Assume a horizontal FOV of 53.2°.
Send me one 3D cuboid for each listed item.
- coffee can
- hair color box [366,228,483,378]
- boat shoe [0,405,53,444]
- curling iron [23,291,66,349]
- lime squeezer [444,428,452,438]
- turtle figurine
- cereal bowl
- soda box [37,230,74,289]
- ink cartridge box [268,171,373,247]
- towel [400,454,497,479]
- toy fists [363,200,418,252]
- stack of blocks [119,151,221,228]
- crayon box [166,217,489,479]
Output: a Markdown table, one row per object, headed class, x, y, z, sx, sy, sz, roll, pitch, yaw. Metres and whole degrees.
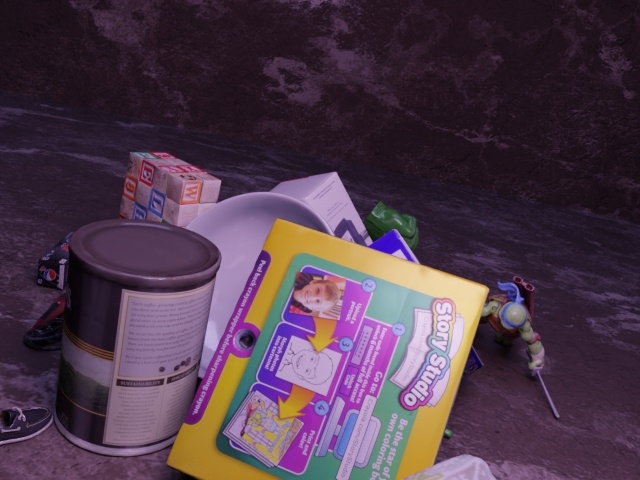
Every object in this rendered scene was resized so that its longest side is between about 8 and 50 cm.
| class | x | y | z | sx | sy | sz | roll | pitch | yaw |
| --- | --- | --- | --- | --- | --- | --- | --- | --- | --- |
| coffee can | -0.263 | 0.132 | 0.913 | 0.202 | 0.275 | 0.201 | 12 | 19 | -4 |
| hair color box | 0.174 | 0.135 | 1.111 | 0.185 | 0.110 | 0.339 | 59 | 4 | 29 |
| boat shoe | -0.420 | 0.245 | 0.856 | 0.125 | 0.038 | 0.046 | -8 | 29 | -45 |
| curling iron | -0.459 | 0.123 | 1.171 | 0.068 | 0.035 | 0.274 | 16 | 20 | -5 |
| lime squeezer | 0.110 | 0.235 | 1.148 | 0.110 | 0.059 | 0.310 | -8 | 51 | -31 |
| turtle figurine | 0.365 | 0.217 | 1.354 | 0.198 | 0.274 | 0.266 | -7 | -3 | 8 |
| cereal bowl | -0.106 | 0.094 | 1.104 | 0.339 | 0.339 | 0.141 | 24 | -12 | 28 |
| soda box | -0.523 | 0.039 | 1.321 | 0.053 | 0.060 | 0.169 | 11 | 20 | -2 |
| ink cartridge box | 0.000 | 0.000 | 1.241 | 0.172 | 0.237 | 0.100 | -3 | 33 | 50 |
| towel | 0.130 | 0.383 | 0.566 | 0.320 | 0.090 | 0.374 | -6 | 35 | -33 |
| toy fists | 0.166 | 0.000 | 1.636 | 0.142 | 0.279 | 0.096 | 39 | 64 | 4 |
| stack of blocks | -0.304 | -0.003 | 1.223 | 0.171 | 0.297 | 0.087 | 28 | 22 | 34 |
| crayon box | 0.019 | 0.187 | 0.858 | 0.313 | 0.363 | 0.106 | 19 | -18 | 13 |
